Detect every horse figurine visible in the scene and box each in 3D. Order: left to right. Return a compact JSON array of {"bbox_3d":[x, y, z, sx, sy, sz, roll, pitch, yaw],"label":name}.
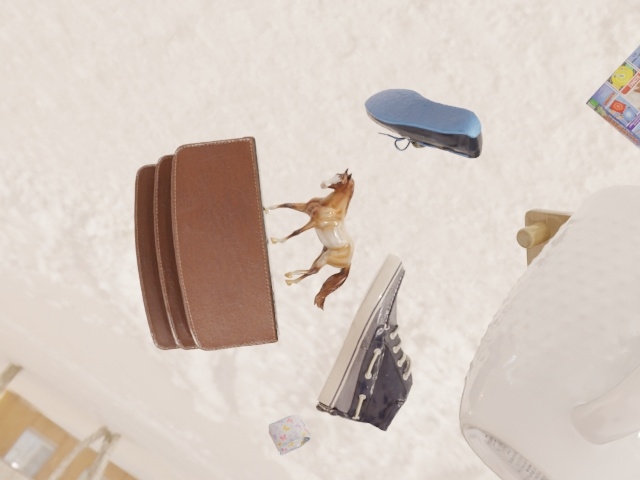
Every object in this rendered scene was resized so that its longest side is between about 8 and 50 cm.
[{"bbox_3d":[0.000,0.000,1.429,0.066,0.174,0.263,-121,12,-57],"label":"horse figurine"}]

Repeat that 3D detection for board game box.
[{"bbox_3d":[0.578,-0.268,1.328,0.136,0.201,0.035,44,176,9],"label":"board game box"}]

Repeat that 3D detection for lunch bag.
[{"bbox_3d":[-0.072,0.458,1.826,0.071,0.083,0.053,54,156,36],"label":"lunch bag"}]

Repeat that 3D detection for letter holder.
[{"bbox_3d":[-0.185,0.014,1.175,0.214,0.302,0.152,-7,177,-3],"label":"letter holder"}]

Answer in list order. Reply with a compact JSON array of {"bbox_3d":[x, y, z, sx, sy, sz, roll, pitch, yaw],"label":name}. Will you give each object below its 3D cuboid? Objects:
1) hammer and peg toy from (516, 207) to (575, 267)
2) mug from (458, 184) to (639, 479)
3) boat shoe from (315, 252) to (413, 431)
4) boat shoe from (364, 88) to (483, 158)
[{"bbox_3d":[0.471,0.131,1.301,0.266,0.127,0.361,10,114,49],"label":"hammer and peg toy"},{"bbox_3d":[0.329,0.130,0.847,0.276,0.328,0.374,42,164,10],"label":"mug"},{"bbox_3d":[0.127,0.205,1.506,0.158,0.340,0.127,24,-171,3],"label":"boat shoe"},{"bbox_3d":[0.176,-0.198,1.380,0.258,0.109,0.089,36,161,46],"label":"boat shoe"}]
